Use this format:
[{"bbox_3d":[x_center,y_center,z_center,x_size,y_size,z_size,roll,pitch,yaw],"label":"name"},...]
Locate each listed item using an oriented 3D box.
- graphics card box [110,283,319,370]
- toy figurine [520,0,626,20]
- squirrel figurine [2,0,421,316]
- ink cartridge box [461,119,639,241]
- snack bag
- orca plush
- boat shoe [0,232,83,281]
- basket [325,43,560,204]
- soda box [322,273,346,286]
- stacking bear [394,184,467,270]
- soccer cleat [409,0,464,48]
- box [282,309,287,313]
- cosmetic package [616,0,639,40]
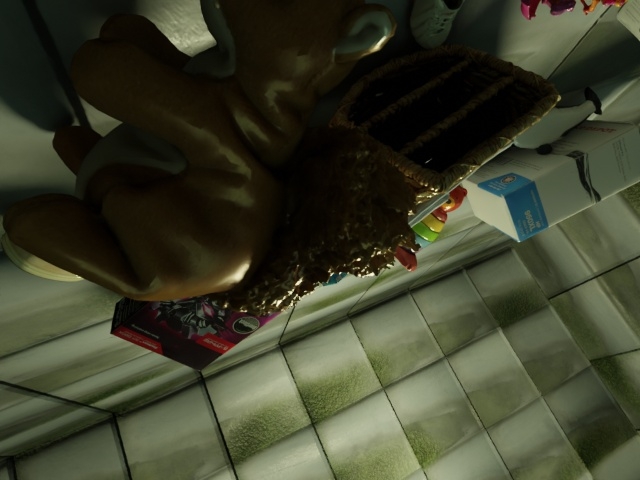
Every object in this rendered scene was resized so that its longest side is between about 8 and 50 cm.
[{"bbox_3d":[-0.216,0.112,0.870,0.371,0.094,0.233,-37,128,16],"label":"graphics card box"},{"bbox_3d":[0.391,-0.383,0.635,0.159,0.173,0.130,-19,145,17],"label":"toy figurine"},{"bbox_3d":[-0.064,-0.108,0.490,0.397,0.281,0.370,39,98,-27],"label":"squirrel figurine"},{"bbox_3d":[0.671,-0.191,1.251,0.395,0.166,0.285,-28,-160,4],"label":"ink cartridge box"},{"bbox_3d":[0.289,-0.153,0.999,0.342,0.037,0.323,-42,-172,25],"label":"snack bag"},{"bbox_3d":[0.627,-0.342,1.178,0.287,0.102,0.151,-36,116,-1],"label":"orca plush"},{"bbox_3d":[-0.367,-0.001,0.717,0.098,0.109,0.302,-38,164,15],"label":"boat shoe"},{"bbox_3d":[0.161,-0.194,0.648,0.299,0.213,0.223,-35,-179,-21],"label":"basket"},{"bbox_3d":[0.079,0.062,1.341,0.210,0.067,0.071,-35,-172,-39],"label":"soda box"},{"bbox_3d":[0.324,-0.075,1.320,0.289,0.175,0.164,-49,-175,22],"label":"stacking bear"},{"bbox_3d":[0.166,-0.327,0.584,0.068,0.076,0.196,-27,161,2],"label":"soccer cleat"},{"bbox_3d":[-0.253,0.149,1.097,0.311,0.121,0.148,-10,160,0],"label":"box"},{"bbox_3d":[0.738,-0.476,0.817,0.184,0.151,0.151,-22,161,-9],"label":"cosmetic package"}]
